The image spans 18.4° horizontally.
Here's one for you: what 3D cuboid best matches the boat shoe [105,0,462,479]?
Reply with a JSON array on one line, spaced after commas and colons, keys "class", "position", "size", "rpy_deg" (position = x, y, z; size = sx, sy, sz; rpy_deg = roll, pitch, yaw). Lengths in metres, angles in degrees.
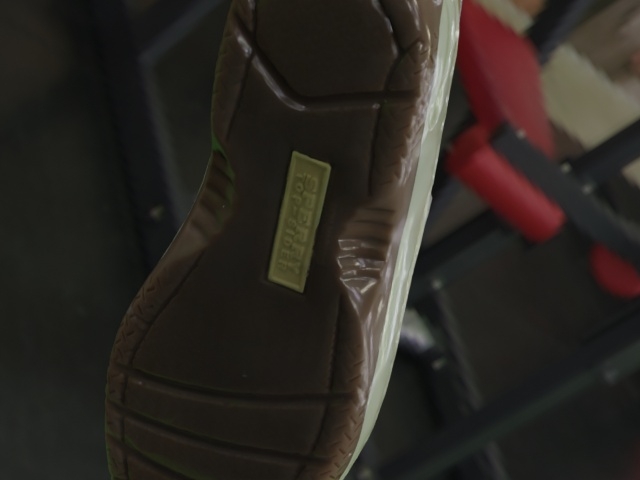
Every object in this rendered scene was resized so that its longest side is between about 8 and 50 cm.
[{"class": "boat shoe", "position": [0.000, 0.000, 0.496], "size": [0.068, 0.190, 0.072], "rpy_deg": [28, 33, 9]}]
